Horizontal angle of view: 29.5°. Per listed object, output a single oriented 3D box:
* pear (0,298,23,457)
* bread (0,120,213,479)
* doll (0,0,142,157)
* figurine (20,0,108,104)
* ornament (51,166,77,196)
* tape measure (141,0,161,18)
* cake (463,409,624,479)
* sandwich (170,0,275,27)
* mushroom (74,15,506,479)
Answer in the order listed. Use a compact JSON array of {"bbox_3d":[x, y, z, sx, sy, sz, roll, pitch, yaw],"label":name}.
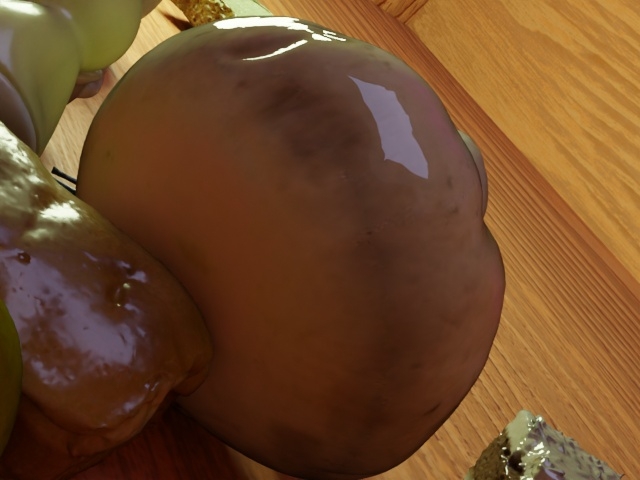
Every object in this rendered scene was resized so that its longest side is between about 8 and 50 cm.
[{"bbox_3d":[-0.229,0.081,0.603,0.148,0.162,0.149,24,-26,13],"label":"pear"},{"bbox_3d":[-0.230,0.006,0.778,0.344,0.149,0.195,43,17,9],"label":"bread"},{"bbox_3d":[-0.242,-0.154,1.012,0.117,0.141,0.296,9,42,22],"label":"doll"},{"bbox_3d":[-0.327,-0.228,1.132,0.287,0.186,0.176,23,0,-8],"label":"figurine"},{"bbox_3d":[-0.199,-0.028,1.137,0.125,0.028,0.073,26,22,-34],"label":"ornament"},{"bbox_3d":[-0.216,-0.381,1.508,0.351,0.215,0.098,-12,42,-17],"label":"tape measure"},{"bbox_3d":[0.189,0.250,1.056,0.134,0.147,0.135,38,16,-9],"label":"cake"},{"bbox_3d":[-0.112,-0.312,1.917,0.251,0.087,0.226,50,21,21],"label":"sandwich"},{"bbox_3d":[-0.015,0.017,0.926,0.353,0.353,0.325,22,66,-45],"label":"mushroom"}]
